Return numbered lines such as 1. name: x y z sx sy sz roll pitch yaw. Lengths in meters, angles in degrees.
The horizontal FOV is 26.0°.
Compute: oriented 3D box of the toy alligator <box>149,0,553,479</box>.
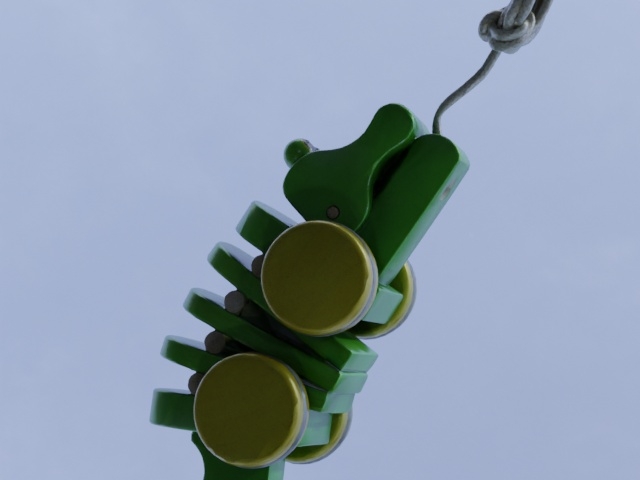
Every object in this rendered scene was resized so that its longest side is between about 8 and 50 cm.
1. toy alligator: 0.000 0.000 0.369 0.051 0.056 0.190 28 -88 17
